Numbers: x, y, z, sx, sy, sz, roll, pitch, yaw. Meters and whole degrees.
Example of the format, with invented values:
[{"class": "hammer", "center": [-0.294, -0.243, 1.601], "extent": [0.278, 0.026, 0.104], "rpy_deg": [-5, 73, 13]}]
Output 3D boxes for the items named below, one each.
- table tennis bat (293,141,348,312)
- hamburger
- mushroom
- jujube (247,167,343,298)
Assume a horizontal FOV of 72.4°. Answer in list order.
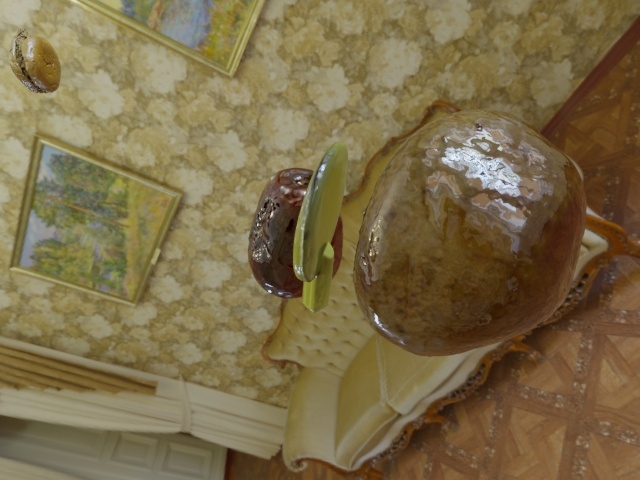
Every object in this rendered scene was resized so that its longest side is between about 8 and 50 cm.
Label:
[{"class": "table tennis bat", "center": [0.000, 0.000, 0.754], "extent": [0.368, 0.054, 0.224], "rpy_deg": [94, -164, -47]}, {"class": "hamburger", "center": [-0.764, -0.478, 1.176], "extent": [0.147, 0.083, 0.137], "rpy_deg": [92, 170, -70]}, {"class": "mushroom", "center": [0.160, 0.003, 0.461], "extent": [0.263, 0.195, 0.283], "rpy_deg": [-63, -17, -6]}, {"class": "jujube", "center": [-0.057, -0.008, 1.006], "extent": [0.223, 0.223, 0.317], "rpy_deg": [-89, 5, -49]}]
